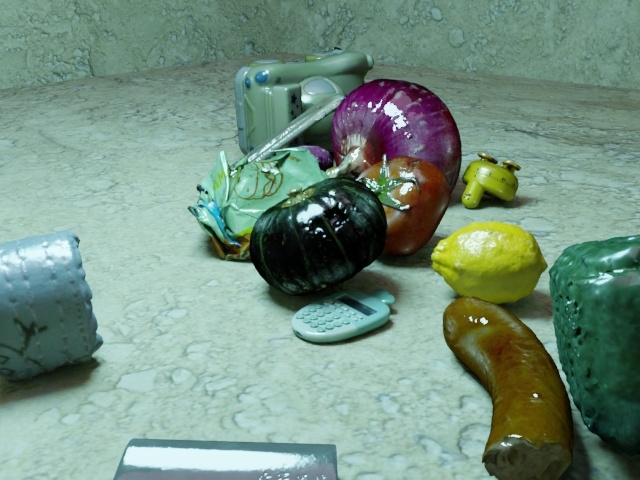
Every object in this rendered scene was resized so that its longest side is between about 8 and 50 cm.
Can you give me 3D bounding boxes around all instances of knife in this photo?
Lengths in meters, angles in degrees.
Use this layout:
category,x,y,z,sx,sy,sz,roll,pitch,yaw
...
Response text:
category,x,y,z,sx,sy,sz,roll,pitch,yaw
knife,-0.089,-0.184,1.485,0.365,0.043,0.089,-38,40,-16

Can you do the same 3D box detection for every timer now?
category,x,y,z,sx,sy,sz,roll,pitch,yaw
timer,0.318,-0.103,1.416,0.107,0.109,0.107,24,2,-1

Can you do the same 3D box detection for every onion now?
category,x,y,z,sx,sy,sz,roll,pitch,yaw
onion,-0.027,-0.142,1.495,0.115,0.115,0.104,-8,66,-19
onion,0.146,-0.193,1.440,0.257,0.230,0.272,7,15,16

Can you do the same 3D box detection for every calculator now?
category,x,y,z,sx,sy,sz,roll,pitch,yaw
calculator,0.033,0.095,0.959,0.153,0.021,0.095,-16,26,-35

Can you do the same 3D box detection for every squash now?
category,x,y,z,sx,sy,sz,roll,pitch,yaw
squash,-0.002,-0.005,1.030,0.193,0.156,0.193,-36,27,22

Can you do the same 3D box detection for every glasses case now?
category,x,y,z,sx,sy,sz,roll,pitch,yaw
glasses case,-0.079,0.206,0.646,0.191,0.042,0.072,1,29,3

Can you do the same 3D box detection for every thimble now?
category,x,y,z,sx,sy,sz,roll,pitch,yaw
thimble,-0.317,0.070,0.839,0.118,0.151,0.127,-13,33,-21

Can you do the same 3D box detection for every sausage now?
category,x,y,z,sx,sy,sz,roll,pitch,yaw
sausage,0.191,0.141,0.759,0.103,0.076,0.302,2,21,1

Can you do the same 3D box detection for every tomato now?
category,x,y,z,sx,sy,sz,roll,pitch,yaw
tomato,0.123,-0.052,1.172,0.168,0.167,0.167,0,21,0

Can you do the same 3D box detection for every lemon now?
category,x,y,z,sx,sy,sz,roll,pitch,yaw
lemon,0.226,0.030,1.005,0.155,0.114,0.114,1,20,15

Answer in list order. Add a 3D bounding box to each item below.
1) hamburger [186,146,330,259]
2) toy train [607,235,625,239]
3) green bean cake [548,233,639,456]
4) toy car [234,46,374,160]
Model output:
category,x,y,z,sx,sy,sz,roll,pitch,yaw
hamburger,-0.070,-0.075,1.229,0.261,0.150,0.276,8,22,17
toy train,0.397,0.051,1.036,0.051,0.052,0.234,10,24,32
green bean cake,0.379,0.064,0.691,0.308,0.168,0.300,-9,1,12
toy car,-0.008,-0.302,1.697,0.336,0.242,0.226,-15,23,-32
